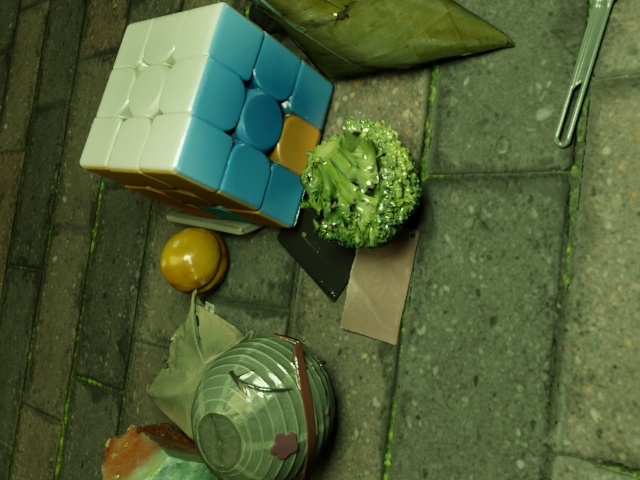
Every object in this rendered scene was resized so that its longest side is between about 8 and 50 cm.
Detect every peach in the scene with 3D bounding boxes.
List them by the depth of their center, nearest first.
[{"bbox_3d":[-0.250,0.038,1.304,0.138,0.138,0.138,-10,75,40],"label":"peach"}]

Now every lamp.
[{"bbox_3d":[-0.087,0.272,1.057,0.233,0.233,0.265,20,116,42],"label":"lamp"}]

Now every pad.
[{"bbox_3d":[0.096,0.066,1.070,0.113,0.006,0.188,12,91,36],"label":"pad"}]

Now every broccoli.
[{"bbox_3d":[0.057,-0.086,1.023,0.198,0.226,0.176,-39,101,26],"label":"broccoli"}]

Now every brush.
[{"bbox_3d":[0.362,-0.257,0.886,0.062,0.027,0.266,17,94,43],"label":"brush"}]

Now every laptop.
[{"bbox_3d":[0.000,0.000,1.169,0.197,0.016,0.135,46,113,38],"label":"laptop"}]

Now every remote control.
[{"bbox_3d":[-0.222,-0.040,1.345,0.261,0.067,0.029,10,116,42],"label":"remote control"}]

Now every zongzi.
[{"bbox_3d":[0.075,-0.365,0.978,0.360,0.323,0.160,15,84,39],"label":"zongzi"}]

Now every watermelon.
[{"bbox_3d":[-0.334,0.429,1.296,0.256,0.192,0.140,30,102,55],"label":"watermelon"}]

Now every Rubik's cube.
[{"bbox_3d":[-0.197,-0.208,1.176,0.291,0.291,0.291,7,79,41],"label":"Rubik's cube"}]

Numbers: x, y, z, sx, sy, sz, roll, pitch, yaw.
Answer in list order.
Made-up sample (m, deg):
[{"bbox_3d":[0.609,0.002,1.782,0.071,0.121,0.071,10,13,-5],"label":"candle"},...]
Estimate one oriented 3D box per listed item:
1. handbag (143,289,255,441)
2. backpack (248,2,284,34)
[{"bbox_3d":[-0.243,0.245,1.271,0.182,0.117,0.270,31,105,21],"label":"handbag"},{"bbox_3d":[-0.059,-0.459,1.248,0.106,0.120,0.165,49,143,-7],"label":"backpack"}]
